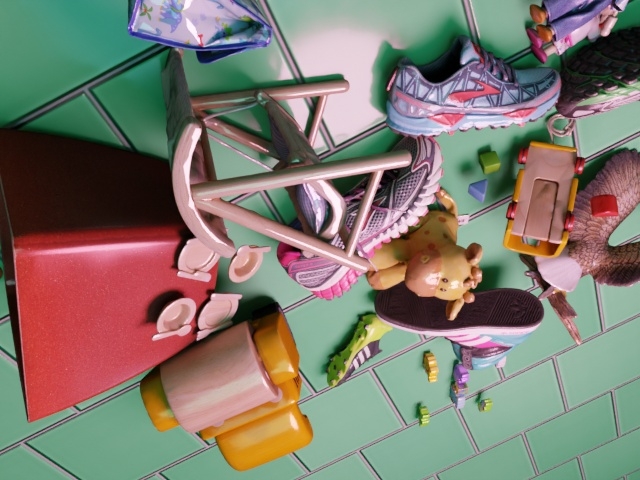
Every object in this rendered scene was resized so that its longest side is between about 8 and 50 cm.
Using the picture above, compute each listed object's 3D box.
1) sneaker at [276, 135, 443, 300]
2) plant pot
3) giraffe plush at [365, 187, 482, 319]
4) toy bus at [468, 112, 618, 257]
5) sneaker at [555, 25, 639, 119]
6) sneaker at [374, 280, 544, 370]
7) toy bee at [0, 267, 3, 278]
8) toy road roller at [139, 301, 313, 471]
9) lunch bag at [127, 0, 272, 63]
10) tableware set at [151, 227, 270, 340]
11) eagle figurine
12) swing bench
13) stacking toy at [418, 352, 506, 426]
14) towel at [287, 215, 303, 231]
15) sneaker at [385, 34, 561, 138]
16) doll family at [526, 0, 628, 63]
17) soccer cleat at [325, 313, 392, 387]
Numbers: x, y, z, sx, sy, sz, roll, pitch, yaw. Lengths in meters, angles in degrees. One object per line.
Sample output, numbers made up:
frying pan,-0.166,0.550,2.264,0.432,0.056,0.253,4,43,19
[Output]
sneaker,0.063,-0.044,0.868,0.112,0.121,0.299,37,97,-30
plant pot,-0.276,0.026,0.759,0.236,0.267,0.267,-6,127,-30
giraffe plush,0.181,0.036,0.947,0.211,0.170,0.181,-22,128,-1
toy bus,0.359,-0.072,0.947,0.202,0.190,0.104,-29,157,-1
sneaker,0.515,-0.239,0.874,0.344,0.134,0.146,-17,129,-6
sneaker,0.246,0.161,1.098,0.296,0.123,0.178,4,143,5
toy bee,-0.505,0.078,0.760,0.162,0.299,0.195,-25,108,-41
toy road roller,-0.113,0.248,0.911,0.203,0.329,0.240,-23,89,-1
lunch bag,-0.136,-0.267,0.656,0.151,0.128,0.096,5,128,-23
tableware set,-0.136,0.059,0.730,0.141,0.020,0.168,3,119,-54
eagle figurine,0.510,0.002,1.022,0.298,0.225,0.226,-36,114,23
swing bench,-0.068,-0.105,0.716,0.255,0.253,0.165,5,123,-20
stacking toy,0.299,0.314,1.268,0.167,0.052,0.221,-8,129,-9
towel,0.000,0.000,0.956,0.120,0.029,0.067,32,111,-33
sneaker,0.221,-0.223,0.816,0.262,0.104,0.125,-12,126,-9
doll family,0.349,-0.347,0.752,0.163,0.118,0.263,-31,129,9
soccer cleat,0.074,0.219,1.121,0.072,0.060,0.178,19,115,-30
